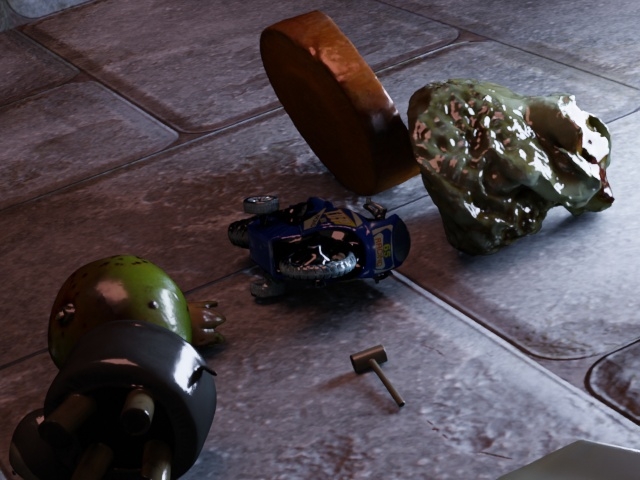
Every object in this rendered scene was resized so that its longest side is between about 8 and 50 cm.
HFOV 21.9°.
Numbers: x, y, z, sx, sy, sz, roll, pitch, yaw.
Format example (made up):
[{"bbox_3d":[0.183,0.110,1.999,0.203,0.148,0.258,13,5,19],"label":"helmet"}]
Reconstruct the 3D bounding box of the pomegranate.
[{"bbox_3d":[-0.195,0.093,1.761,0.205,0.159,0.159,2,10,-39],"label":"pomegranate"}]

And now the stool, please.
[{"bbox_3d":[-0.196,0.185,1.564,0.228,0.153,0.139,-51,10,30],"label":"stool"}]

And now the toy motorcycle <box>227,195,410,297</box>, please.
[{"bbox_3d":[0.000,0.000,1.899,0.169,0.113,0.315,-9,13,-16],"label":"toy motorcycle"}]

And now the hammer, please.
[{"bbox_3d":[0.063,0.140,1.661,0.035,0.019,0.110,-18,29,-10],"label":"hammer"}]

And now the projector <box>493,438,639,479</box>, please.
[{"bbox_3d":[0.168,0.249,1.211,0.194,0.088,0.269,8,31,45],"label":"projector"}]

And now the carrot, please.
[{"bbox_3d":[0.032,-0.176,2.093,0.100,0.258,0.307,-35,20,-9],"label":"carrot"}]

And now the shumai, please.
[{"bbox_3d":[0.223,-0.102,1.900,0.218,0.189,0.256,-10,29,12],"label":"shumai"}]
